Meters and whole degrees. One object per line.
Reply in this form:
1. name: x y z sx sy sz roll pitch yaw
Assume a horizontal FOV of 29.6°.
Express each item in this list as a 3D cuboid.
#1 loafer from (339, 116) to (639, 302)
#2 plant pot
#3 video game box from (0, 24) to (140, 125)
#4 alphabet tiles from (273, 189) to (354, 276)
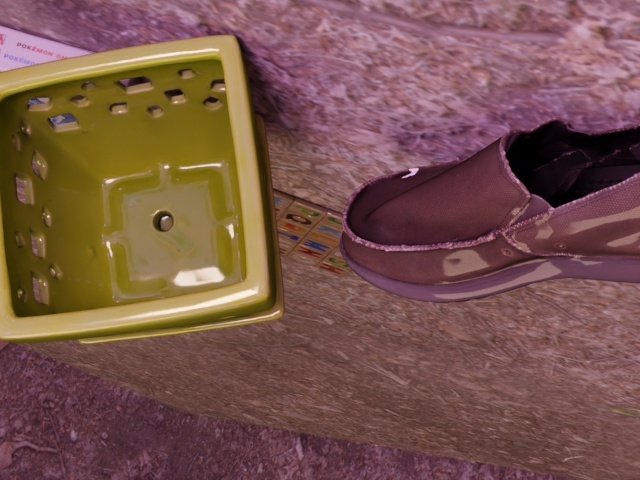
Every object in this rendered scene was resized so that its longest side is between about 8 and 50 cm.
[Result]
1. loafer: 0.163 -0.044 0.958 0.366 0.134 0.130 -6 130 35
2. plant pot: -0.147 -0.025 1.045 0.227 0.228 0.207 -9 168 6
3. video game box: -0.265 -0.140 1.185 0.187 0.048 0.205 19 164 3
4. alphabet tiles: 0.000 0.000 1.445 0.198 0.009 0.237 19 164 -8
